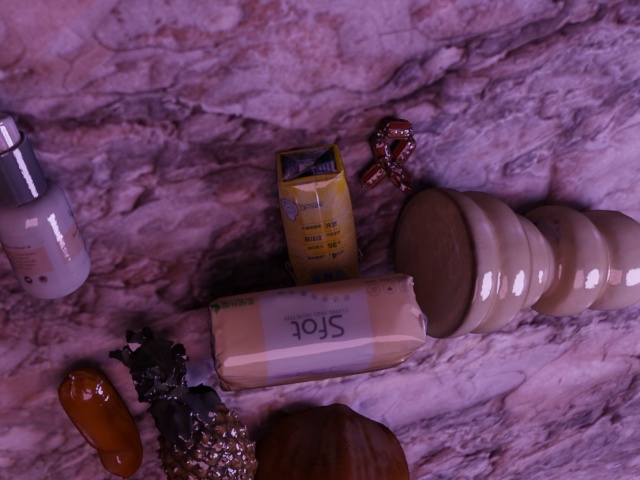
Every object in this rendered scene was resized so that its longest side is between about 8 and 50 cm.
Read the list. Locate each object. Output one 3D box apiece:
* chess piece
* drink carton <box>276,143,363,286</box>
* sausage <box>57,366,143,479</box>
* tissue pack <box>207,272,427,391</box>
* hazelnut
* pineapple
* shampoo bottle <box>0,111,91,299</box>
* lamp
[{"bbox_3d":[0.246,0.024,1.118,0.299,0.167,0.167,0,122,-28],"label":"chess piece"},{"bbox_3d":[0.000,0.000,1.052,0.084,0.075,0.200,-11,125,-1],"label":"drink carton"},{"bbox_3d":[-0.243,0.204,1.110,0.062,0.054,0.183,-3,132,21],"label":"sausage"},{"bbox_3d":[-0.007,0.103,1.052,0.222,0.090,0.186,-6,165,-8],"label":"tissue pack"},{"bbox_3d":[0.011,0.311,1.194,0.210,0.186,0.210,0,131,-1],"label":"hazelnut"},{"bbox_3d":[-0.156,0.195,1.099,0.125,0.125,0.251,-25,130,-3],"label":"pineapple"},{"bbox_3d":[-0.277,-0.035,0.930,0.074,0.074,0.192,-18,124,-8],"label":"shampoo bottle"},{"bbox_3d":[0.078,-0.091,1.050,0.063,0.031,0.083,1,117,-21],"label":"lamp"}]
